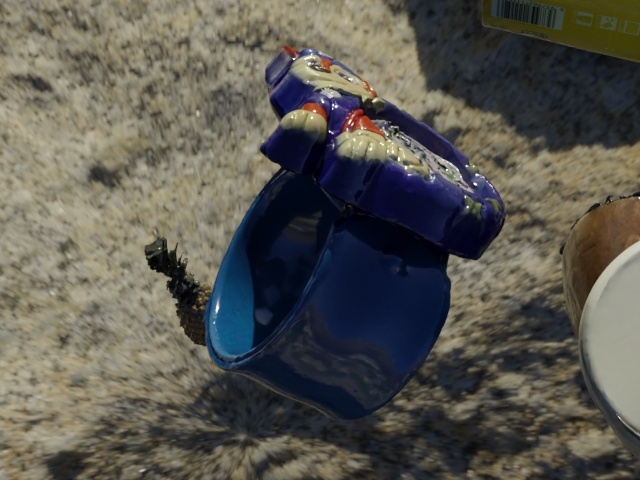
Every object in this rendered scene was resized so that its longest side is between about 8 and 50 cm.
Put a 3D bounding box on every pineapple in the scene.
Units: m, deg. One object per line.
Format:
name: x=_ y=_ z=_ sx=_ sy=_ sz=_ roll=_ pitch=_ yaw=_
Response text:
pineapple: x=-0.135 y=0.048 z=1.245 sx=0.058 sy=0.058 sz=0.124 roll=-44 pitch=121 yaw=-8

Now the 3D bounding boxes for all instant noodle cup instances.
instant noodle cup: x=0.253 y=-0.279 z=1.126 sx=0.200 sy=0.264 sz=0.264 roll=8 pitch=81 yaw=10

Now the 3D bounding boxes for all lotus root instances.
lotus root: x=0.419 y=0.088 z=1.555 sx=0.272 sy=0.272 sz=0.192 roll=14 pitch=58 yaw=-1

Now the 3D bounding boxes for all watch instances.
watch: x=0.006 y=0.006 z=0.845 sx=0.171 sy=0.196 sz=0.200 roll=28 pitch=106 yaw=-13

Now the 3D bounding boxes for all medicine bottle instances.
medicine bottle: x=0.250 y=0.087 z=0.832 sx=0.144 sy=0.258 sz=0.143 roll=-4 pitch=74 yaw=15
